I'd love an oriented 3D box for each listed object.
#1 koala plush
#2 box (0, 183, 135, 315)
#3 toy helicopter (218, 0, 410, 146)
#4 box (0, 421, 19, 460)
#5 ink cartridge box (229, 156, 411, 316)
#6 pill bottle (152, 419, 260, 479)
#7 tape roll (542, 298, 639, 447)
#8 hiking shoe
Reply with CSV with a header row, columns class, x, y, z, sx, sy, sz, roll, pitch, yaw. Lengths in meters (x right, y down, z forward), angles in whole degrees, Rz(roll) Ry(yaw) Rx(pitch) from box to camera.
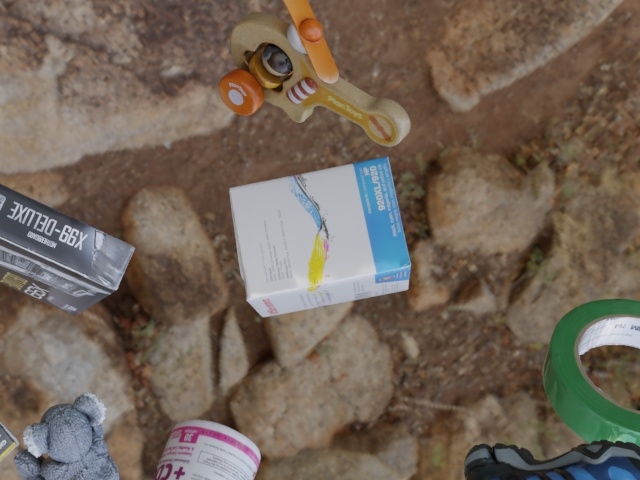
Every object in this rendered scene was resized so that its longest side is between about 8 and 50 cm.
class,x,y,z,sx,sy,sz,roll,pitch,yaw
koala plush,-0.505,0.414,1.995,0.196,0.203,0.221,-24,134,-30
box,-0.439,0.017,1.503,0.307,0.242,0.077,-24,-137,63
toy helicopter,0.000,-0.281,1.685,0.140,0.355,0.235,-50,165,-37
box,-0.687,0.439,1.635,0.257,0.079,0.322,-24,-164,42
ink cartridge box,0.000,0.000,1.432,0.232,0.168,0.171,-11,167,0
pill bottle,-0.212,0.450,1.602,0.160,0.160,0.283,119,-9,-55
tape roll,0.556,0.240,1.733,0.321,0.321,0.077,-31,142,-34
hiking shoe,0.325,0.344,1.289,0.304,0.113,0.132,-11,-137,33
